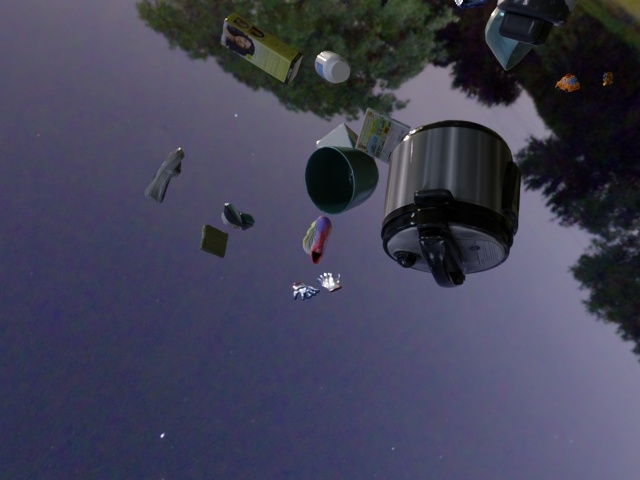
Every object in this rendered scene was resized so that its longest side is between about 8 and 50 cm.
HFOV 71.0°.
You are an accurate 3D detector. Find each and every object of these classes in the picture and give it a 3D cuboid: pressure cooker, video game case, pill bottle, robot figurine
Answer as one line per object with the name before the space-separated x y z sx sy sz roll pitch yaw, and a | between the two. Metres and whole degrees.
pressure cooker | 0.363 -0.078 1.295 0.370 0.375 0.419 20 -116 -17
video game case | 0.277 -0.463 2.024 0.207 0.226 0.026 28 -127 9
pill bottle | 0.059 -0.801 2.081 0.124 0.124 0.221 20 -158 -27
robot figurine | 0.527 -0.608 1.040 0.174 0.278 0.209 16 -153 1

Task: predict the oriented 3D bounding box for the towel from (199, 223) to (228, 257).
towel | -0.417 0.005 1.761 0.148 0.027 0.109 30 -117 -59

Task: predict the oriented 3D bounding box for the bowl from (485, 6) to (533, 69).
bowl | 0.763 -0.843 1.736 0.163 0.311 0.312 44 -147 16

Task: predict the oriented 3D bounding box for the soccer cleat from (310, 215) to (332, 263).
soccer cleat | 0.000 0.000 2.019 0.083 0.247 0.095 11 -136 -4

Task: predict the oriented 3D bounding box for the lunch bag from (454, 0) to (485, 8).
lunch bag | 0.536 -0.864 1.540 0.096 0.151 0.128 46 -151 -28

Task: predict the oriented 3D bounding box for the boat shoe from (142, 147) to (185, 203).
boat shoe | -0.717 -0.303 2.102 0.103 0.320 0.118 35 -152 -22

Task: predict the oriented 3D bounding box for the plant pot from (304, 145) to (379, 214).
plant pot | 0.114 -0.276 1.962 0.235 0.293 0.293 -18 -117 -42

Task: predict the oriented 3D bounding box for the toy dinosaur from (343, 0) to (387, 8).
toy dinosaur | 0.199 -0.960 1.581 0.218 0.322 0.164 41 -154 -14

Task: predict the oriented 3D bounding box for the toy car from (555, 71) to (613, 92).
toy car | 0.680 -0.419 1.158 0.060 0.122 0.040 -88 -17 -54

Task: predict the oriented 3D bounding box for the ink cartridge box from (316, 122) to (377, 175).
ink cartridge box | 0.150 -0.456 2.449 0.270 0.197 0.198 28 -142 -48

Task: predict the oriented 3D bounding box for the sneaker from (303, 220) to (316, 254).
sneaker | -0.019 -0.037 2.391 0.091 0.126 0.240 28 -133 -16

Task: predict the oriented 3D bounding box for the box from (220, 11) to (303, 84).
box | -0.172 -0.556 1.303 0.232 0.087 0.058 30 -123 -2

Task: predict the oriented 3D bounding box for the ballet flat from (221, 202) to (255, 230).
ballet flat | -0.293 -0.072 1.539 0.074 0.074 0.203 51 -174 17

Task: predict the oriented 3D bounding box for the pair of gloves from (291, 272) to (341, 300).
pair of gloves | -0.012 0.162 1.608 0.198 0.023 0.159 -19 -161 -13
